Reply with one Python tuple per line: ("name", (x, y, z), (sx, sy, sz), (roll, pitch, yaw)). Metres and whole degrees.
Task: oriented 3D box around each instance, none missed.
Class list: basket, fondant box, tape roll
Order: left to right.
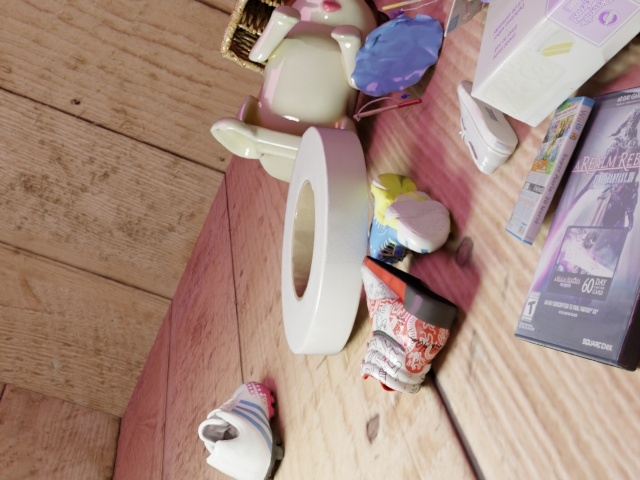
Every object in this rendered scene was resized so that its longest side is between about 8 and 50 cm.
("basket", (-0.048, -0.504, 2.172), (0.213, 0.299, 0.223), (-48, 24, 51))
("tape roll", (0.000, 0.000, 1.605), (0.392, 0.072, 0.392), (-175, 90, -79))
("fondant box", (0.295, -0.330, 1.088), (0.238, 0.096, 0.330), (-48, 23, 54))

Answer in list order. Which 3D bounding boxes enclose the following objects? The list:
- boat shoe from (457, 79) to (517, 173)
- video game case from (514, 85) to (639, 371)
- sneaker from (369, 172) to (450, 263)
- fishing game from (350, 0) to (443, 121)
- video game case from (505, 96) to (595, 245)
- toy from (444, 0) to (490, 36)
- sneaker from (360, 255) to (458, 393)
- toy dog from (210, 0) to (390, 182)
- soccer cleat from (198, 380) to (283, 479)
("boat shoe", (0.215, -0.152, 1.266), (0.063, 0.066, 0.184), (-60, 27, 30))
("video game case", (0.283, -0.021, 0.914), (0.196, 0.026, 0.274), (-173, 102, -75))
("sneaker", (0.126, -0.006, 1.375), (0.240, 0.091, 0.126), (-107, 21, -66))
("fishing game", (0.138, -0.326, 1.683), (0.189, 0.041, 0.264), (-10, 55, 33))
("video game case", (0.254, -0.079, 1.056), (0.119, 0.015, 0.166), (-68, -1, -83))
("toy", (0.257, -0.415, 1.371), (0.137, 0.056, 0.237), (-41, -30, -45))
("sneaker", (0.090, 0.115, 1.289), (0.145, 0.090, 0.270), (-66, 18, 5))
("toy dog", (0.007, -0.331, 1.915), (0.395, 0.284, 0.408), (47, -123, -69))
("soccer cleat", (-0.159, 0.339, 1.775), (0.331, 0.143, 0.116), (-126, 57, -72))
